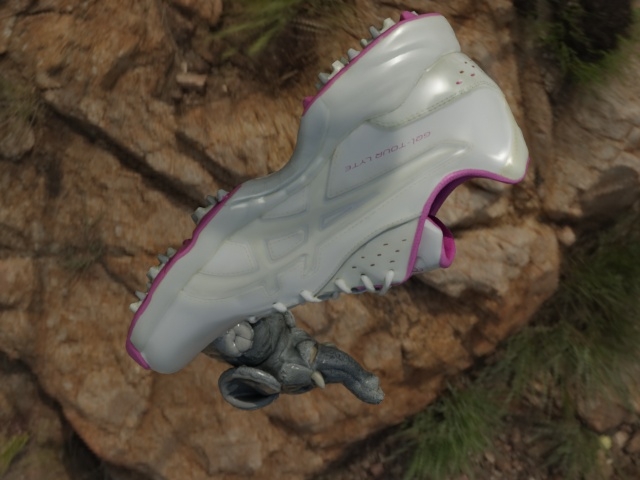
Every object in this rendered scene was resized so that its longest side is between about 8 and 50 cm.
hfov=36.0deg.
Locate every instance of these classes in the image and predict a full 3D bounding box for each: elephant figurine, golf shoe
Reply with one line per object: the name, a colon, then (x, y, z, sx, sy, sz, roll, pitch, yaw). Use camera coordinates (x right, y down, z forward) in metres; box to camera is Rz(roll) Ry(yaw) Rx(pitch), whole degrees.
elephant figurine: (-0.065, 0.142, 1.258, 0.169, 0.186, 0.239, -40, 125, -10)
golf shoe: (0.000, 0.000, 0.635, 0.140, 0.115, 0.306, 46, 107, 2)
